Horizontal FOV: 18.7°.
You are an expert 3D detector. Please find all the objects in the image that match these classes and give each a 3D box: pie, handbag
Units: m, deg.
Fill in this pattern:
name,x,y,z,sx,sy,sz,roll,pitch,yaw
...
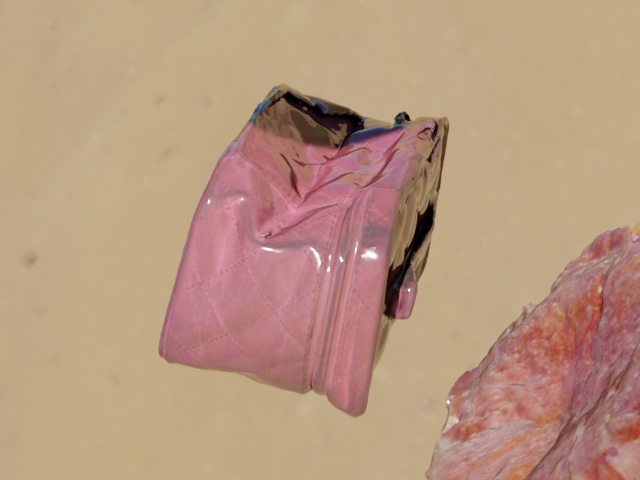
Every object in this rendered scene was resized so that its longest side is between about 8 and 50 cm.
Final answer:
name,x,y,z,sx,sy,sz,roll,pitch,yaw
pie,0.082,0.055,0.587,0.153,0.038,0.153,-41,22,21
handbag,0.000,0.000,1.149,0.225,0.135,0.146,-58,-19,-66

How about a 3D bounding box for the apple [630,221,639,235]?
name,x,y,z,sx,sy,sz,roll,pitch,yaw
apple,0.251,0.100,0.855,0.299,0.299,0.275,-17,5,40
